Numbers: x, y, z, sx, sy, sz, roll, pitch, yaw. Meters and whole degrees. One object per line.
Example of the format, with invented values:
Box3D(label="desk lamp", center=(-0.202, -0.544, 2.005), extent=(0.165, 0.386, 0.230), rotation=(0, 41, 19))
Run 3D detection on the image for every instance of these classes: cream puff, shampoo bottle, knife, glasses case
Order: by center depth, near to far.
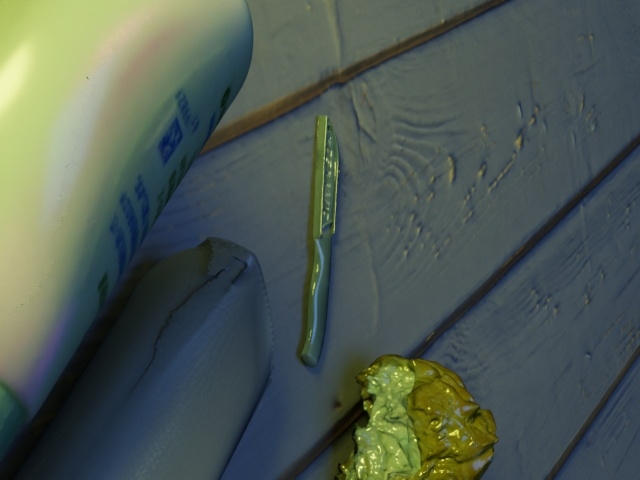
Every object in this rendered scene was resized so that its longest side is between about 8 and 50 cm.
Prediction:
Box3D(label="shampoo bottle", center=(-0.174, 0.006, 0.590), extent=(0.151, 0.222, 0.350), rotation=(33, 65, -11))
Box3D(label="glasses case", center=(-0.119, 0.142, 0.774), extent=(0.308, 0.083, 0.128), rotation=(-61, 144, -39))
Box3D(label="knife", center=(0.001, 0.000, 1.031), extent=(0.028, 0.015, 0.210), rotation=(16, 76, -51))
Box3D(label="cream puff", center=(0.089, 0.176, 1.058), extent=(0.121, 0.156, 0.156), rotation=(24, 69, -37))
